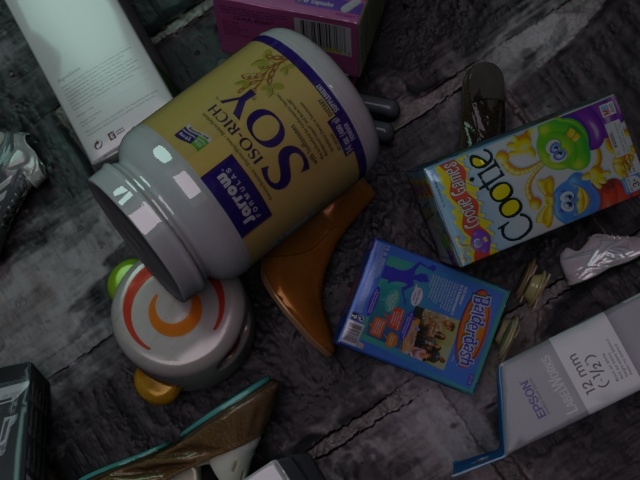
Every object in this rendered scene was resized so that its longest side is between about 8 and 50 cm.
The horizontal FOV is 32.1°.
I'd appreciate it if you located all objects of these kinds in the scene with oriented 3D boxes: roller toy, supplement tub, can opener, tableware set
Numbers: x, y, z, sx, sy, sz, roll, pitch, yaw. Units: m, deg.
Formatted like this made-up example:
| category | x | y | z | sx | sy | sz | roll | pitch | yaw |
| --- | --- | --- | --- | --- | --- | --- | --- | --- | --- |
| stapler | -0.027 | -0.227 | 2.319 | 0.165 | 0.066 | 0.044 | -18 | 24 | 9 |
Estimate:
| category | x | y | z | sx | sy | sz | roll | pitch | yaw |
| --- | --- | --- | --- | --- | --- | --- | --- | --- | --- |
| roller toy | -0.192 | 0.116 | 1.594 | 0.191 | 0.146 | 0.209 | -16 | 70 | -1 |
| supplement tub | -0.114 | -0.099 | 1.472 | 0.331 | 0.241 | 0.241 | -39 | 77 | -14 |
| can opener | -0.023 | -0.203 | 1.655 | 0.280 | 0.093 | 0.074 | 13 | 82 | 5 |
| tableware set | 0.273 | 0.094 | 1.524 | 0.020 | 0.169 | 0.141 | 24 | 97 | 2 |

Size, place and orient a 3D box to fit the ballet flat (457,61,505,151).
| category | x | y | z | sx | sy | sz | roll | pitch | yaw |
| --- | --- | --- | --- | --- | --- | --- | --- | --- | --- |
| ballet flat | 0.232 | -0.136 | 1.625 | 0.084 | 0.058 | 0.250 | 1 | 86 | -9 |

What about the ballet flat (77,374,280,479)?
| category | x | y | z | sx | sy | sz | roll | pitch | yaw |
| --- | --- | --- | --- | --- | --- | --- | --- | --- | --- |
| ballet flat | -0.183 | 0.321 | 1.579 | 0.342 | 0.116 | 0.124 | -30 | 82 | 6 |

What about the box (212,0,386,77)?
| category | x | y | z | sx | sy | sz | roll | pitch | yaw |
| --- | --- | --- | --- | --- | --- | --- | --- | --- | --- |
| box | -0.014 | -0.382 | 1.621 | 0.213 | 0.117 | 0.243 | 13 | 60 | 11 |

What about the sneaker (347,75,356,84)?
| category | x | y | z | sx | sy | sz | roll | pitch | yaw |
| --- | --- | --- | --- | --- | --- | --- | --- | --- | --- |
| sneaker | 0.026 | -0.307 | 1.671 | 0.061 | 0.065 | 0.158 | -12 | 80 | 6 |

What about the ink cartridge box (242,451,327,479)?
| category | x | y | z | sx | sy | sz | roll | pitch | yaw |
| --- | --- | --- | --- | --- | --- | --- | --- | --- | --- |
| ink cartridge box | -0.065 | 0.416 | 1.464 | 0.198 | 0.270 | 0.197 | -34 | 78 | 2 |

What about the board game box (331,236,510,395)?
| category | x | y | z | sx | sy | sz | roll | pitch | yaw |
| --- | --- | --- | --- | --- | --- | --- | --- | --- | --- |
| board game box | 0.142 | 0.107 | 1.567 | 0.210 | 0.047 | 0.160 | 22 | 84 | -7 |

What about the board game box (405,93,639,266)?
| category | x | y | z | sx | sy | sz | roll | pitch | yaw |
| --- | --- | --- | --- | --- | --- | --- | --- | --- | --- |
| board game box | 0.278 | -0.081 | 1.525 | 0.275 | 0.144 | 0.142 | -22 | 94 | -4 |

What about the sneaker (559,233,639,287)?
| category | x | y | z | sx | sy | sz | roll | pitch | yaw |
| --- | --- | --- | --- | --- | --- | --- | --- | --- | --- |
| sneaker | 0.410 | 0.012 | 1.571 | 0.152 | 0.054 | 0.061 | -22 | 76 | 5 |

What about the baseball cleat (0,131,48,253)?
| category | x | y | z | sx | sy | sz | roll | pitch | yaw |
| --- | --- | --- | --- | --- | --- | --- | --- | --- | --- |
| baseball cleat | -0.476 | -0.068 | 1.705 | 0.109 | 0.072 | 0.206 | 0 | 85 | 2 |

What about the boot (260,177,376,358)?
| category | x | y | z | sx | sy | sz | roll | pitch | yaw |
| --- | --- | --- | --- | --- | --- | --- | --- | --- | --- |
| boot | 0.000 | 0.000 | 1.610 | 0.211 | 0.104 | 0.295 | -35 | 80 | -3 |

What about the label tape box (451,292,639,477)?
| category | x | y | z | sx | sy | sz | roll | pitch | yaw |
| --- | --- | --- | --- | --- | --- | --- | --- | --- | --- |
| label tape box | 0.309 | 0.185 | 1.457 | 0.347 | 0.249 | 0.115 | -25 | 79 | 4 |

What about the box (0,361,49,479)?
| category | x | y | z | sx | sy | sz | roll | pitch | yaw |
| --- | --- | --- | --- | --- | --- | --- | --- | --- | --- |
| box | -0.518 | 0.341 | 1.583 | 0.242 | 0.076 | 0.307 | -11 | 54 | 7 |

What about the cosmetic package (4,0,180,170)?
| category | x | y | z | sx | sy | sz | roll | pitch | yaw |
| --- | --- | --- | --- | --- | --- | --- | --- | --- | --- |
| cosmetic package | -0.331 | -0.275 | 1.654 | 0.155 | 0.197 | 0.366 | -29 | 79 | 2 |
